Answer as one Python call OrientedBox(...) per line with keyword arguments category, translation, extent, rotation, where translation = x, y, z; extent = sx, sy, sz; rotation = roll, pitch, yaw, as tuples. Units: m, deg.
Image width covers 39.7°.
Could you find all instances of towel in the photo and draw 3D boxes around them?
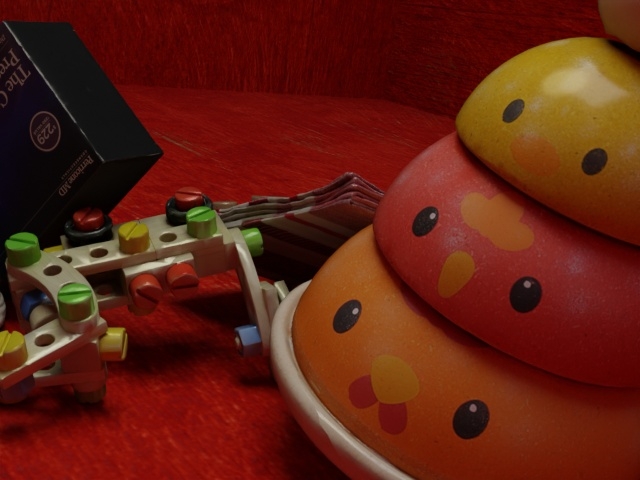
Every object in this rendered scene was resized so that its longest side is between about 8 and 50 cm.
OrientedBox(category="towel", translation=(0.000, 0.000, 1.001), extent=(0.237, 0.037, 0.329), rotation=(21, -21, -41))

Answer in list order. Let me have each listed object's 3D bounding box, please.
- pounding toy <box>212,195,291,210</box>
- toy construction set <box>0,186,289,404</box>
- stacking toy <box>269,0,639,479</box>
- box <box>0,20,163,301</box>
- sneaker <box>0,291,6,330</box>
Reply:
OrientedBox(category="pounding toy", translation=(-0.050, -0.005, 1.206), extent=(0.206, 0.094, 0.181), rotation=(1, 9, -22))
OrientedBox(category="toy construction set", translation=(-0.156, 0.055, 0.840), extent=(0.328, 0.151, 0.215), rotation=(0, 30, -27))
OrientedBox(category="stacking toy", translation=(0.186, -0.037, 0.695), extent=(0.351, 0.479, 0.350), rotation=(17, 24, -8))
OrientedBox(category="box", translation=(-0.319, -0.077, 0.945), extent=(0.184, 0.261, 0.103), rotation=(52, 28, 7))
OrientedBox(category="sneaker", translation=(-0.413, 0.057, 0.812), extent=(0.100, 0.108, 0.271), rotation=(19, 22, 27))
